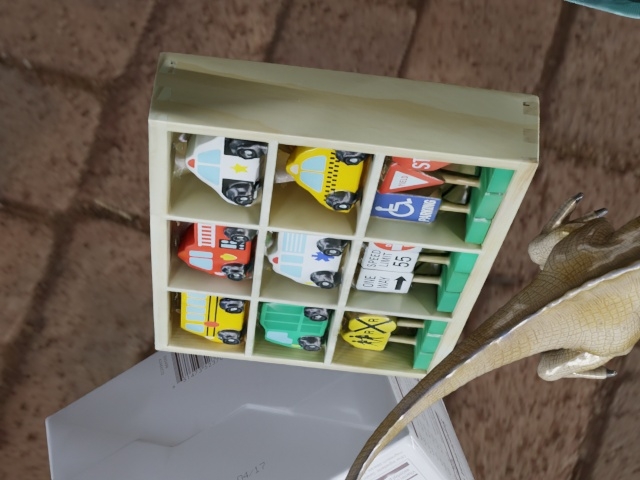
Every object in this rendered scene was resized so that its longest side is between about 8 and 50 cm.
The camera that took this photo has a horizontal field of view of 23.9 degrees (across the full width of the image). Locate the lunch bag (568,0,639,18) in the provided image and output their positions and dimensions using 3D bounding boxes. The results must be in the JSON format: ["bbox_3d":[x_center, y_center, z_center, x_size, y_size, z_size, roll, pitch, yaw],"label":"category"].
[{"bbox_3d":[0.135,-0.228,0.889,0.223,0.262,0.160,25,97,48],"label":"lunch bag"}]

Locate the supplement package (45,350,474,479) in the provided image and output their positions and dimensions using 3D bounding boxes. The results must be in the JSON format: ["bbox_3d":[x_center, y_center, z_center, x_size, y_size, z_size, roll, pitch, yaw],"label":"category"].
[{"bbox_3d":[-0.041,0.169,1.070,0.262,0.145,0.204,-30,39,9],"label":"supplement package"}]

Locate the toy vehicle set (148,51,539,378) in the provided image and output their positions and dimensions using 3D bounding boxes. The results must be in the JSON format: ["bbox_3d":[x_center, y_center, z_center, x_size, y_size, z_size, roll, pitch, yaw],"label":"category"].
[{"bbox_3d":[0.000,0.000,0.756,0.166,0.267,0.035,6,64,-3],"label":"toy vehicle set"}]

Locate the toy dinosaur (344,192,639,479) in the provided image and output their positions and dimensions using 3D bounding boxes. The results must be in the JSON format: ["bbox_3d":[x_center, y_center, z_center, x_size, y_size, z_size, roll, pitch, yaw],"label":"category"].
[{"bbox_3d":[0.074,0.012,0.405,0.183,0.092,0.053,-26,85,3],"label":"toy dinosaur"}]
